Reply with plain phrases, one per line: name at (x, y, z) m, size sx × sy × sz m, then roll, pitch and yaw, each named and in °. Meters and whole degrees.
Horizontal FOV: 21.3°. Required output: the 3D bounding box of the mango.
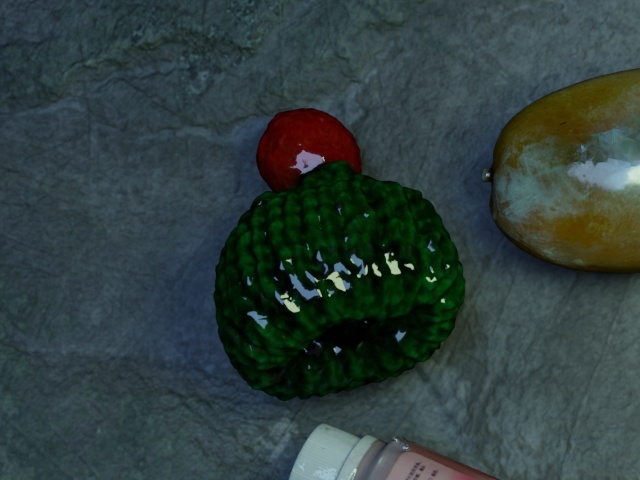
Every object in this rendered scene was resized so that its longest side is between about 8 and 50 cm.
mango at (0.367, -0.076, 1.834) m, size 0.384 × 0.199 × 0.221 m, roll -2°, pitch 69°, yaw 1°

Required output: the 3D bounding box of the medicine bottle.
medicine bottle at (0.093, 0.290, 1.834) m, size 0.247 × 0.147 × 0.147 m, roll 21°, pitch 83°, yaw 18°

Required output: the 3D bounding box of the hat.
hat at (0.000, 0.000, 1.912) m, size 0.274 × 0.242 × 0.332 m, roll -8°, pitch 50°, yaw -11°
